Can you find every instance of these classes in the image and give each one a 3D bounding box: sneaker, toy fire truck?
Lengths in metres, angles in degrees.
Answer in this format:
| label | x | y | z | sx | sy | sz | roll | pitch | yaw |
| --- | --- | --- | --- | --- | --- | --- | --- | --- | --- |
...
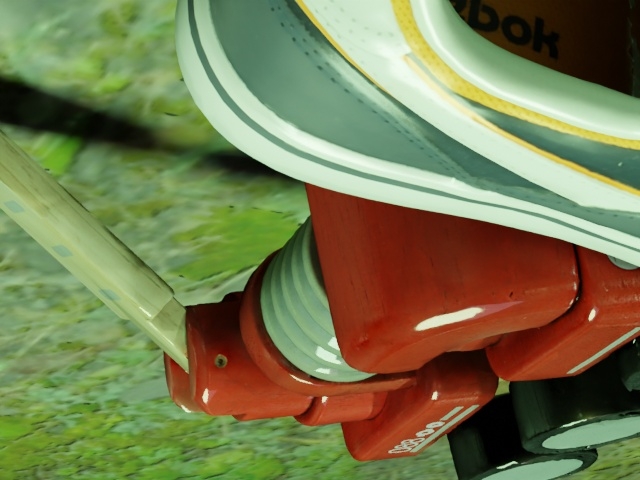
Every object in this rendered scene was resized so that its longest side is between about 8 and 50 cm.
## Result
| label | x | y | z | sx | sy | sz | roll | pitch | yaw |
| --- | --- | --- | --- | --- | --- | --- | --- | --- | --- |
| sneaker | 0.130 | -0.051 | 0.467 | 0.321 | 0.126 | 0.127 | 7 | 159 | -19 |
| toy fire truck | 0.000 | 0.000 | 0.596 | 0.246 | 0.159 | 0.217 | -4 | 161 | -21 |
